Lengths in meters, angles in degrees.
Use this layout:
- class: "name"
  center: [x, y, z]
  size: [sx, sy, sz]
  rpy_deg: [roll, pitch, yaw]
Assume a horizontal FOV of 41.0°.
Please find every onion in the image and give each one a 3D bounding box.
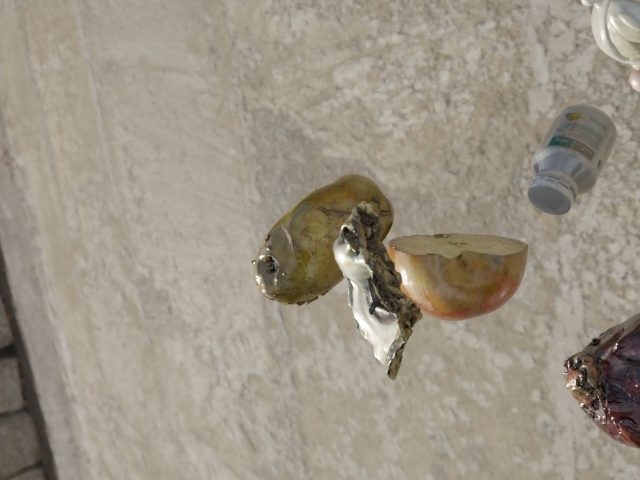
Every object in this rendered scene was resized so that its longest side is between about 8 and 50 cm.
- class: "onion"
  center: [0.572, 0.229, 1.469]
  size: [0.221, 0.281, 0.281]
  rpy_deg: [-97, 13, -51]

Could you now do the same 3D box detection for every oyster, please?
- class: "oyster"
  center: [0.085, 0.082, 1.257]
  size: [0.223, 0.083, 0.214]
  rpy_deg: [86, 165, -48]

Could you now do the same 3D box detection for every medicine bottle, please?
- class: "medicine bottle"
  center: [0.501, -0.159, 1.726]
  size: [0.135, 0.215, 0.135]
  rpy_deg: [26, 153, 15]

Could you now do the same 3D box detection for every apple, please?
- class: "apple"
  center: [0.284, 0.080, 1.803]
  size: [0.251, 0.293, 0.163]
  rpy_deg: [-138, 49, -76]

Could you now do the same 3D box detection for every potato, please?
- class: "potato"
  center: [0.000, 0.000, 1.613]
  size: [0.173, 0.300, 0.140]
  rpy_deg: [50, -178, -22]

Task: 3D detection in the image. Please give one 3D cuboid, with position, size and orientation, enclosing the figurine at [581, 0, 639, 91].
- class: "figurine"
  center: [0.491, -0.326, 1.266]
  size: [0.182, 0.257, 0.144]
  rpy_deg: [-53, 45, 21]
